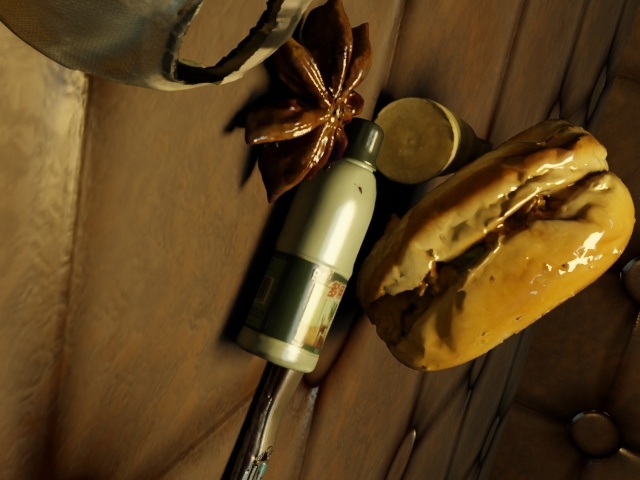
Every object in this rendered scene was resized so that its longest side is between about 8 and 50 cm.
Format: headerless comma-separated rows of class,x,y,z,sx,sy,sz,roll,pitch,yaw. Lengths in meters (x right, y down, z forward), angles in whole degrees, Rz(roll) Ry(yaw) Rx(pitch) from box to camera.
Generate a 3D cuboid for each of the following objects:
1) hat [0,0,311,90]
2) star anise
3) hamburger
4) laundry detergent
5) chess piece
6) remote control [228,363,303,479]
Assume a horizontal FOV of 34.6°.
hat,-0.053,-0.189,0.423,0.161,0.232,0.275,39,45,-25
star anise,-0.006,-0.107,0.790,0.168,0.057,0.168,-56,157,-38
hamburger,0.181,0.006,1.106,0.304,0.174,0.284,-33,179,1
laundry detergent,0.000,0.000,0.899,0.099,0.070,0.226,30,80,-62
chess piece,0.124,-0.106,1.095,0.200,0.090,0.090,-13,122,-67
remote control,-0.050,0.177,1.001,0.212,0.028,0.059,-68,160,-3
